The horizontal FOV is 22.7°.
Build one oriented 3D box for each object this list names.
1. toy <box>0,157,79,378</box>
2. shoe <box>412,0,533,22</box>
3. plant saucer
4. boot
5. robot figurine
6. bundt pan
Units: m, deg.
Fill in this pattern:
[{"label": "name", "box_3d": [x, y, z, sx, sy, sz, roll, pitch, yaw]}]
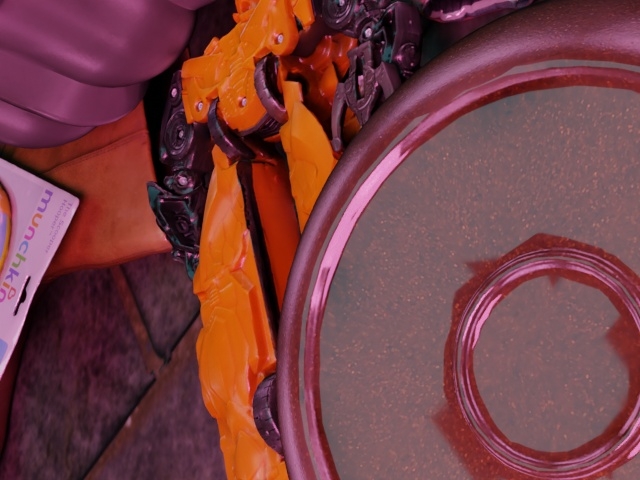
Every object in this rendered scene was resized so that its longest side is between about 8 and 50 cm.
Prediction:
[{"label": "toy", "box_3d": [-0.261, -0.003, 1.024, 0.237, 0.056, 0.136, 25, 91, 48]}, {"label": "shoe", "box_3d": [0.102, -0.157, 0.726, 0.178, 0.064, 0.081, -16, 71, 55]}, {"label": "plant saucer", "box_3d": [0.099, 0.048, 0.617, 0.311, 0.050, 0.310, -4, 82, 34]}, {"label": "boot", "box_3d": [-0.173, 0.029, 1.034, 0.280, 0.096, 0.264, -18, 60, 41]}, {"label": "robot figurine", "box_3d": [0.000, 0.000, 0.795, 0.211, 0.085, 0.291, -33, 58, 43]}, {"label": "bundt pan", "box_3d": [-0.128, -0.192, 0.918, 0.331, 0.124, 0.330, -43, 31, 33]}]
